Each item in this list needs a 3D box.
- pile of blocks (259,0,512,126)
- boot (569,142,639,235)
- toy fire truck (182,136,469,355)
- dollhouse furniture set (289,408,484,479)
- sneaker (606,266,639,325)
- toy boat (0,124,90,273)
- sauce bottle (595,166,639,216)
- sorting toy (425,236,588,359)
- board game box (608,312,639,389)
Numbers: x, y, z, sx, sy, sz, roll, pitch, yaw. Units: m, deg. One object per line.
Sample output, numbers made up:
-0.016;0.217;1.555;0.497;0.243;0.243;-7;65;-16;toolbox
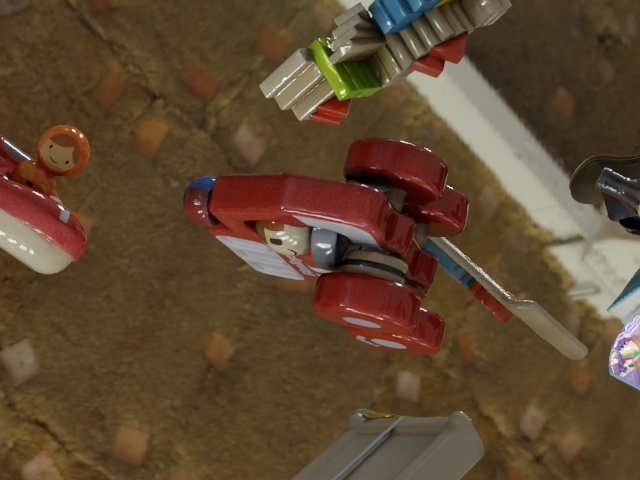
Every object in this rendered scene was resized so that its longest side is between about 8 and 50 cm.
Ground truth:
0.102;-0.251;1.461;0.112;0.362;0.149;59;-169;9;pile of blocks
0.389;-0.056;1.501;0.082;0.219;0.106;28;-110;-15;boot
0.000;0.000;1.137;0.302;0.254;0.169;43;-122;-68;toy fire truck
0.002;0.126;0.413;0.151;0.076;0.058;-37;-77;-34;dollhouse furniture set
0.379;0.053;1.157;0.092;0.229;0.087;40;-105;5;sneaker
-0.327;-0.070;1.308;0.151;0.231;0.151;-46;-51;4;toy boat
0.352;-0.037;1.195;0.128;0.042;0.042;26;-123;16;sauce bottle
0.235;0.081;1.464;0.041;0.229;0.307;-52;-39;2;sorting toy
0.341;0.114;0.992;0.168;0.133;0.033;28;-142;-16;board game box
